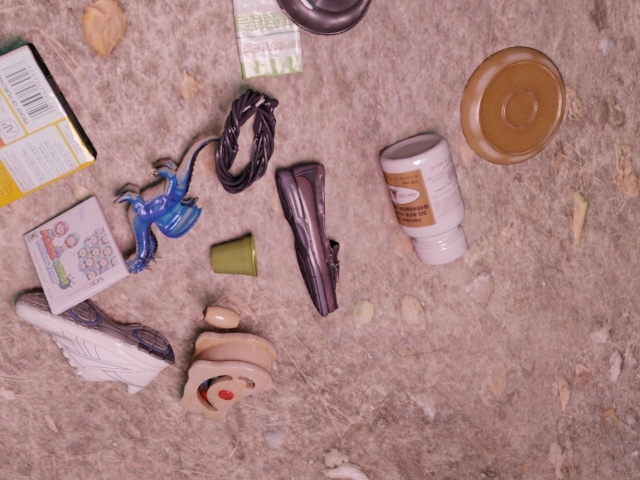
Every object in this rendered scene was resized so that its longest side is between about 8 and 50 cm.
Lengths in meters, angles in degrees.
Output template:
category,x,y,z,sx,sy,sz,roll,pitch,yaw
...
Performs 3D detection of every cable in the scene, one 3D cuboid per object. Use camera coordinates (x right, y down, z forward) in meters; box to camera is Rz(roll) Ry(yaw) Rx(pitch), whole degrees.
category,x,y,z,sx,sy,sz,roll,pitch,yaw
cable,-0.127,-0.164,1.119,0.047,0.150,0.184,25,103,17

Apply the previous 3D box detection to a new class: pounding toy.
category,x,y,z,sx,sy,sz,roll,pitch,yaw
pounding toy,-0.164,0.218,1.232,0.154,0.154,0.269,15,135,-10

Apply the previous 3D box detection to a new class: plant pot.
category,x,y,z,sx,sy,sz,roll,pitch,yaw
plant pot,0.391,-0.263,1.290,0.237,0.032,0.236,-5,109,-14
plant pot,-0.161,0.033,1.210,0.079,0.083,0.083,-7,110,-2

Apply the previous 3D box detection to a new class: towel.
category,x,y,z,sx,sy,sz,roll,pitch,yaw
towel,-0.091,-0.362,1.124,0.113,0.023,0.151,-9,113,-11

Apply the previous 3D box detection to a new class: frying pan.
category,x,y,z,sx,sy,sz,roll,pitch,yaw
frying pan,-0.038,-0.481,1.069,0.326,0.053,0.197,34,84,-25

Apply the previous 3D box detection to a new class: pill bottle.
category,x,y,z,sx,sy,sz,roll,pitch,yaw
pill bottle,0.205,-0.075,1.245,0.131,0.131,0.229,-24,113,-7

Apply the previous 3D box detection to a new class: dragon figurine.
category,x,y,z,sx,sy,sz,roll,pitch,yaw
dragon figurine,-0.261,-0.061,1.139,0.289,0.085,0.144,-38,114,-1

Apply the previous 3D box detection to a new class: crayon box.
category,x,y,z,sx,sy,sz,roll,pitch,yaw
crayon box,-0.552,-0.149,1.026,0.323,0.083,0.203,-27,113,-7

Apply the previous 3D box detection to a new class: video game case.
category,x,y,z,sx,sy,sz,roll,pitch,yaw
video game case,-0.415,0.024,1.099,0.143,0.019,0.157,-29,72,3

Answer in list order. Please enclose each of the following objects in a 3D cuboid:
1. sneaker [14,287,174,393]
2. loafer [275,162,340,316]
category,x,y,z,sx,sy,sz,roll,pitch,yaw
sneaker,-0.416,0.191,1.172,0.297,0.111,0.129,34,102,-22
loafer,0.000,0.000,1.229,0.095,0.109,0.302,-21,110,-13
